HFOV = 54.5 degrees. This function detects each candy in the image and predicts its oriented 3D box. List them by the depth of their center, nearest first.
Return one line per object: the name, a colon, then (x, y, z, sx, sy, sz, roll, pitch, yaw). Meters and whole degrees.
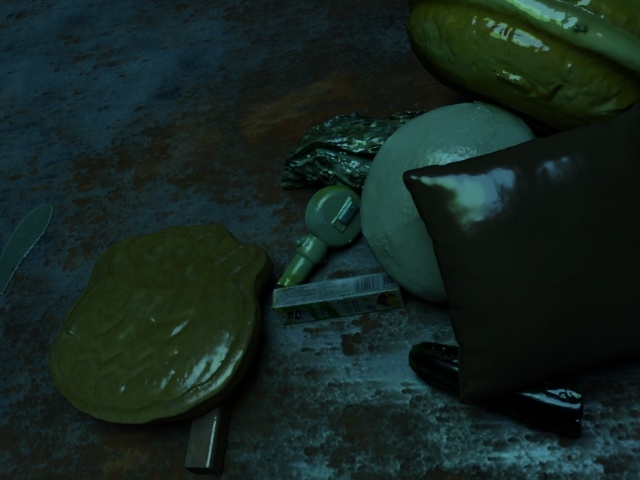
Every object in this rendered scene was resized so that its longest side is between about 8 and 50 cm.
candy: (0.194, -0.054, 0.884, 0.296, 0.185, 0.295, 0, 95, 0)

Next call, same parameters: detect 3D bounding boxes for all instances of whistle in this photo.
whistle: (0.000, 0.000, 1.020, 0.198, 0.104, 0.057, -56, 33, -6)

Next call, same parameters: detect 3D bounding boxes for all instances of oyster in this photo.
oyster: (0.080, -0.148, 1.075, 0.351, 0.162, 0.158, -9, 93, 22)

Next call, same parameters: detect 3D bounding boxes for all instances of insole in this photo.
insole: (-0.615, 0.017, 1.262, 0.080, 0.003, 0.231, 8, 60, 23)

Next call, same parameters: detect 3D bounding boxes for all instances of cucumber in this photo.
cucumber: (0.228, 0.187, 0.828, 0.242, 0.074, 0.074, 15, 63, 27)

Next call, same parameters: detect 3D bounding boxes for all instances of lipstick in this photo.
lipstick: (-0.162, 0.266, 0.918, 0.045, 0.045, 0.145, -4, 55, 13)

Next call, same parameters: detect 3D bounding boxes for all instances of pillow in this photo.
pillow: (0.280, 0.019, 0.751, 0.306, 0.108, 0.307, -15, 93, 0)

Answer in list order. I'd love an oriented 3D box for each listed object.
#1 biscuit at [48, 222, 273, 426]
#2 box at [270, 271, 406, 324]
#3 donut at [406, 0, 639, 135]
biscuit: (-0.264, 0.121, 1.007, 0.386, 0.062, 0.364, -2, 53, 25)
box: (0.028, 0.089, 0.973, 0.207, 0.049, 0.041, -10, 51, 12)
donut: (0.331, -0.275, 0.918, 0.449, 0.449, 0.198, 33, 105, 33)
